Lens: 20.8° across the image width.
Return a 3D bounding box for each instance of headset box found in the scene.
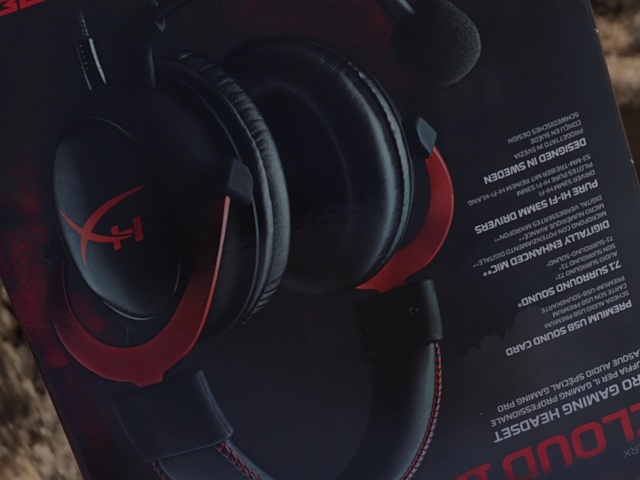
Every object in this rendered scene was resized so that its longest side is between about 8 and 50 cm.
[{"bbox_3d":[0.000,0.000,0.630,0.218,0.293,0.110,-20,20,-4],"label":"headset box"}]
